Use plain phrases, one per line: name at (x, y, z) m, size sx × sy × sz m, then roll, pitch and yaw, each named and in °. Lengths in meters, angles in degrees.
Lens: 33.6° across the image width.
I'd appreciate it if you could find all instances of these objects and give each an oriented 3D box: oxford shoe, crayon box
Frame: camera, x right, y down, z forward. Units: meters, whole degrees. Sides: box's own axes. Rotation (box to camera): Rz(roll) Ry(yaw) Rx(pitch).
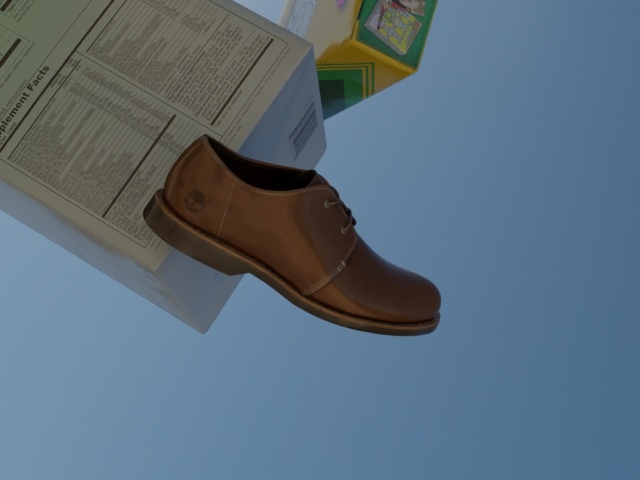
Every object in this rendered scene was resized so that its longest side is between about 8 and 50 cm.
oxford shoe at (0.000, 0.000, 0.671) m, size 0.076 × 0.212 × 0.076 m, roll -57°, pitch -155°, yaw 16°
crayon box at (0.059, -0.358, 1.376) m, size 0.106 × 0.363 × 0.313 m, roll 21°, pitch -15°, yaw -20°

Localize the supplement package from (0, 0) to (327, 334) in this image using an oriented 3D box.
supplement package at (-0.159, -0.093, 0.822) m, size 0.262 × 0.198 × 0.199 m, roll 30°, pitch -13°, yaw 12°
